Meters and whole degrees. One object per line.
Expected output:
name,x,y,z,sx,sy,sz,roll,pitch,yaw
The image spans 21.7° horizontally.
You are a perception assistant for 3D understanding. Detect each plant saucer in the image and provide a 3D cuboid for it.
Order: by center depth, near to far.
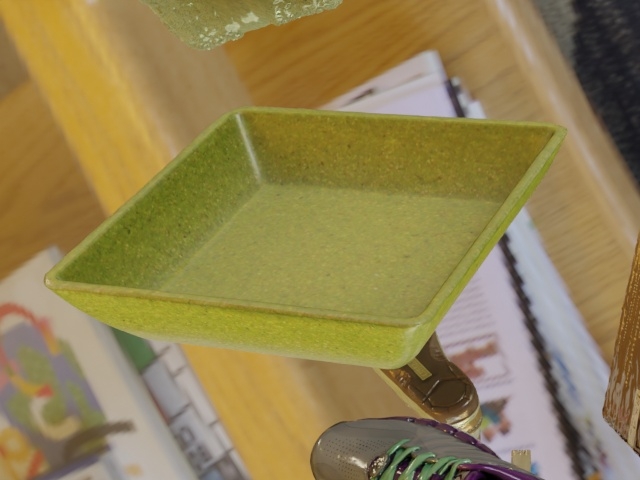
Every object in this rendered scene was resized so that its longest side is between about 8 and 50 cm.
plant saucer,0.000,0.000,0.778,0.188,0.188,0.045,6,121,26

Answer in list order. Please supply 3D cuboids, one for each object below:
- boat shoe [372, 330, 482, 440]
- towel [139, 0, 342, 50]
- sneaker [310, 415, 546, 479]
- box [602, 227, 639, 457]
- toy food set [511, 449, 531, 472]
boat shoe,0.089,0.124,1.499,0.072,0.068,0.190,66,175,-37
towel,-0.063,-0.159,0.848,0.110,0.027,0.148,-13,136,32
sneaker,0.080,0.149,1.045,0.223,0.098,0.083,15,71,32
box,0.308,0.078,1.180,0.167,0.203,0.168,11,94,1
toy food set,0.137,0.272,1.735,0.038,0.192,0.132,-2,82,50
